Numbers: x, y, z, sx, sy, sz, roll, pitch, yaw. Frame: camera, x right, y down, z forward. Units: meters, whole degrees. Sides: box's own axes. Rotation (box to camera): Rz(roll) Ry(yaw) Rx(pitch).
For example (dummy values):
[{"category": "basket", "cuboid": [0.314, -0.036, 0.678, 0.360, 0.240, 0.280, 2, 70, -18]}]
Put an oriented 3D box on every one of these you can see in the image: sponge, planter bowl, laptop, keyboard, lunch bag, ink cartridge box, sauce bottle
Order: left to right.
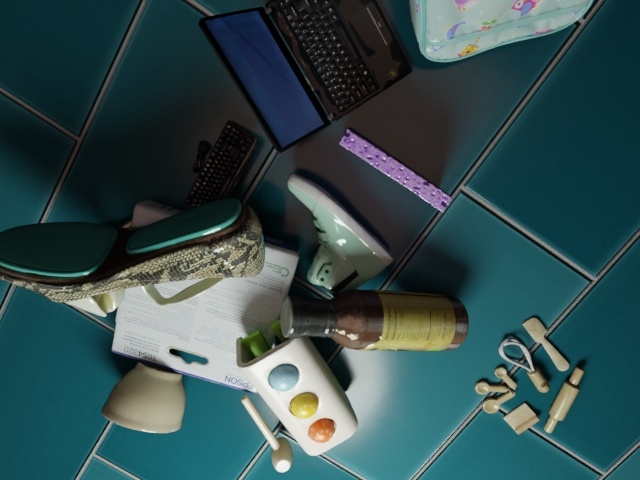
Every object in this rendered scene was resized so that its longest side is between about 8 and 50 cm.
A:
[{"category": "planter bowl", "cuboid": [-0.356, 0.318, 0.867, 0.161, 0.162, 0.109, 16, 79, -1]}, {"category": "ink cartridge box", "cuboid": [-0.237, 0.120, 0.841, 0.323, 0.071, 0.331, 18, 108, -2]}, {"category": "keyboard", "cuboid": [-0.201, -0.138, 0.779, 0.108, 0.023, 0.180, 34, 100, 13]}, {"category": "laptop", "cuboid": [-0.011, -0.315, 0.674, 0.264, 0.137, 0.234, -30, 102, 11]}, {"category": "sauce bottle", "cuboid": [0.100, 0.142, 0.746, 0.343, 0.111, 0.112, 7, 106, -19]}, {"category": "sponge", "cuboid": [0.129, -0.128, 0.724, 0.210, 0.117, 0.031, 32, 107, -5]}, {"category": "lunch bag", "cuboid": [0.273, -0.388, 0.601, 0.278, 0.224, 0.108, -11, 64, 8]}]

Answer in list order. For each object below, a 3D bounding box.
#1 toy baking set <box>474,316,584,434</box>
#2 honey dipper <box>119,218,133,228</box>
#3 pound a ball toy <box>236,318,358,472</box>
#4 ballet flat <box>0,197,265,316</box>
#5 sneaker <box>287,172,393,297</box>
[{"category": "toy baking set", "cuboid": [0.443, 0.296, 0.861, 0.196, 0.030, 0.257, 21, 105, -2]}, {"category": "honey dipper", "cuboid": [-0.426, -0.010, 0.839, 0.160, 0.030, 0.031, -28, 102, 7]}, {"category": "pound a ball toy", "cuboid": [-0.064, 0.325, 0.808, 0.208, 0.136, 0.319, -29, 115, -2]}, {"category": "ballet flat", "cuboid": [-0.329, 0.048, 0.723, 0.481, 0.164, 0.182, -7, 126, 5]}, {"category": "sneaker", "cuboid": [0.000, 0.000, 0.776, 0.256, 0.094, 0.151, 44, 100, -9]}]
